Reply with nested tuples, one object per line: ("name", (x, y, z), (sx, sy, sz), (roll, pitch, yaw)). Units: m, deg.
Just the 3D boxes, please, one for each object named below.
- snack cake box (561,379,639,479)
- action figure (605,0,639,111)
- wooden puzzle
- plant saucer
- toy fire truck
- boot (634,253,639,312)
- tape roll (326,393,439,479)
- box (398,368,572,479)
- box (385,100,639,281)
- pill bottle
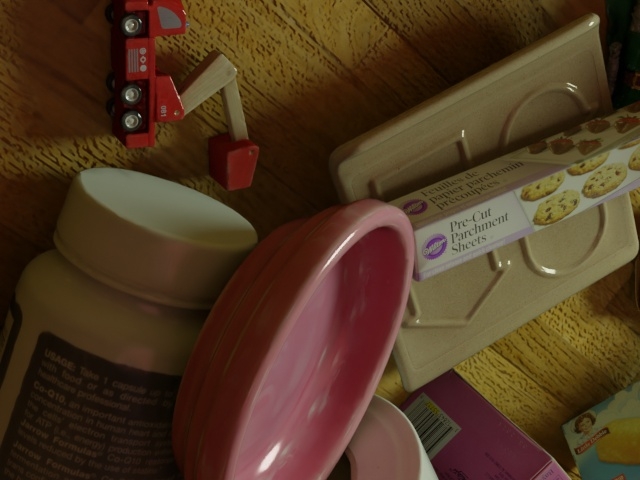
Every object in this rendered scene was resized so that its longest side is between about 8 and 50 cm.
("snack cake box", (0.440, 0.232, 1.514), (0.264, 0.152, 0.089), (-34, 126, 16))
("action figure", (0.351, -0.200, 1.341), (0.063, 0.137, 0.232), (-48, 150, -58))
("wooden puzzle", (0.177, -0.040, 1.340), (0.322, 0.080, 0.348), (-29, 128, -13))
("plant saucer", (-0.028, 0.110, 1.107), (0.332, 0.084, 0.332), (-53, 157, -34))
("toy fire truck", (-0.124, -0.137, 1.141), (0.135, 0.047, 0.192), (-8, 116, -26))
("boot", (0.486, 0.076, 1.559), (0.211, 0.104, 0.295), (-10, 115, -18))
("tape roll", (-0.017, 0.280, 1.259), (0.286, 0.286, 0.100), (-33, 124, -11))
("box", (0.214, 0.292, 1.432), (0.117, 0.213, 0.243), (-45, 127, -3))
("box", (0.217, -0.054, 1.261), (0.324, 0.063, 0.067), (-21, 126, -19))
("pill bottle", (-0.196, 0.131, 1.136), (0.204, 0.204, 0.361), (12, 108, -32))
